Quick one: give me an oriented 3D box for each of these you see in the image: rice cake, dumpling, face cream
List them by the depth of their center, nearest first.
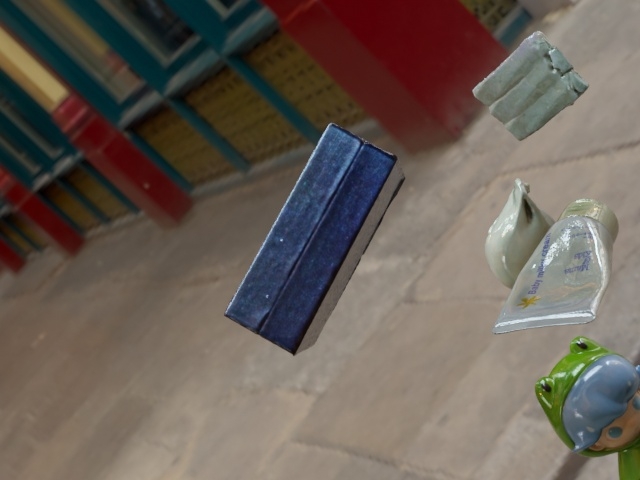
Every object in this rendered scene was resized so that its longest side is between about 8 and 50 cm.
[{"bbox_3d":[0.270,0.033,1.354,0.114,0.070,0.224,-10,22,32],"label":"face cream"},{"bbox_3d":[0.303,-0.222,1.785,0.038,0.124,0.211,-40,-6,-21],"label":"rice cake"},{"bbox_3d":[0.321,0.004,1.977,0.124,0.229,0.151,-3,20,-2],"label":"dumpling"}]

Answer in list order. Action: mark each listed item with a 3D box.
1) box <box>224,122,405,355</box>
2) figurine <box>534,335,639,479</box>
[{"bbox_3d":[0.000,0.000,1.647,0.279,0.116,0.261,-60,-7,1],"label":"box"},{"bbox_3d":[0.434,0.264,1.801,0.162,0.263,0.143,-47,7,-5],"label":"figurine"}]
